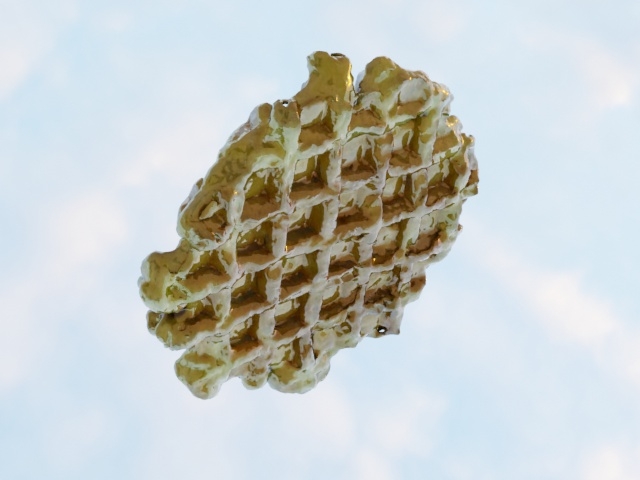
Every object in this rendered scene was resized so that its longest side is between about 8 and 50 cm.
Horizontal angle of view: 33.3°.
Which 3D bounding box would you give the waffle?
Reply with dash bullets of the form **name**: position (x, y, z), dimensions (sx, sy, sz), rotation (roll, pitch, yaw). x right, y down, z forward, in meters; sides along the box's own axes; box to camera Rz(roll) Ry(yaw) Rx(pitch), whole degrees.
- **waffle**: position (0.000, 0.000, 0.880), dimensions (0.325, 0.302, 0.068), rotation (-49, -127, 3)
